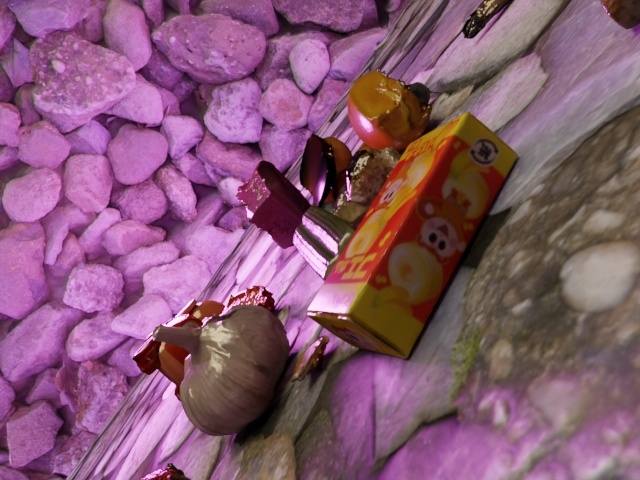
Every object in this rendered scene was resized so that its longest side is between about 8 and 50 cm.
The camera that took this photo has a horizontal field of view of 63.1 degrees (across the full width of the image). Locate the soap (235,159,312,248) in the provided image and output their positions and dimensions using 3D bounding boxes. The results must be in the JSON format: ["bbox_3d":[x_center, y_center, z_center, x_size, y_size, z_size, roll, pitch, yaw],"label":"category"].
[{"bbox_3d":[-0.124,-0.107,1.476,0.127,0.220,0.325,-43,13,8],"label":"soap"}]

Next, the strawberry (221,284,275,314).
[{"bbox_3d":[-0.154,0.170,1.162,0.188,0.082,0.121,-29,44,43],"label":"strawberry"}]

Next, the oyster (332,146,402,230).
[{"bbox_3d":[0.071,-0.082,0.941,0.233,0.107,0.161,-46,23,43],"label":"oyster"}]

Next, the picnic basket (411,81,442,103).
[{"bbox_3d":[0.207,-0.294,1.093,0.083,0.083,0.065,31,75,40],"label":"picnic basket"}]

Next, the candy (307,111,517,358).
[{"bbox_3d":[0.104,-0.006,0.614,0.276,0.088,0.146,-57,14,-17],"label":"candy"}]

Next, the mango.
[{"bbox_3d":[0.122,-0.258,1.057,0.126,0.154,0.252,-36,26,-4],"label":"mango"}]

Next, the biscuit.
[{"bbox_3d":[0.000,0.000,0.872,0.099,0.038,0.322,-66,14,5],"label":"biscuit"}]

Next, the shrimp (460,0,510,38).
[{"bbox_3d":[0.369,-0.518,1.115,0.219,0.046,0.152,-49,13,6],"label":"shrimp"}]

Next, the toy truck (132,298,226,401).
[{"bbox_3d":[-0.293,0.243,1.222,0.239,0.189,0.265,-49,10,-19],"label":"toy truck"}]

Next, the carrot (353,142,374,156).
[{"bbox_3d":[0.107,-0.199,1.218,0.271,0.062,0.066,-89,4,-76],"label":"carrot"}]

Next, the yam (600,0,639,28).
[{"bbox_3d":[0.402,-0.330,0.418,0.371,0.083,0.083,-42,17,45],"label":"yam"}]

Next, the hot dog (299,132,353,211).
[{"bbox_3d":[0.027,-0.152,1.273,0.326,0.107,0.194,-100,23,-55],"label":"hot dog"}]

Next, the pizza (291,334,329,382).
[{"bbox_3d":[-0.014,0.170,0.722,0.078,0.025,0.083,-57,5,-35],"label":"pizza"}]

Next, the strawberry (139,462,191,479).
[{"bbox_3d":[-0.290,0.464,0.867,0.146,0.082,0.187,-50,16,50],"label":"strawberry"}]

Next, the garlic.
[{"bbox_3d":[-0.169,0.184,0.839,0.218,0.212,0.218,-46,20,22],"label":"garlic"}]
